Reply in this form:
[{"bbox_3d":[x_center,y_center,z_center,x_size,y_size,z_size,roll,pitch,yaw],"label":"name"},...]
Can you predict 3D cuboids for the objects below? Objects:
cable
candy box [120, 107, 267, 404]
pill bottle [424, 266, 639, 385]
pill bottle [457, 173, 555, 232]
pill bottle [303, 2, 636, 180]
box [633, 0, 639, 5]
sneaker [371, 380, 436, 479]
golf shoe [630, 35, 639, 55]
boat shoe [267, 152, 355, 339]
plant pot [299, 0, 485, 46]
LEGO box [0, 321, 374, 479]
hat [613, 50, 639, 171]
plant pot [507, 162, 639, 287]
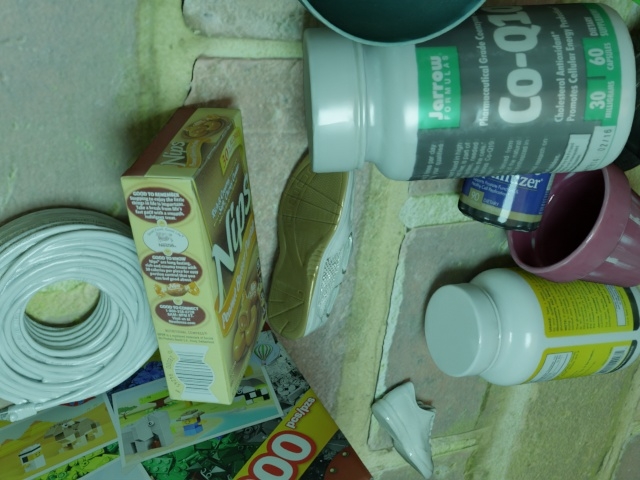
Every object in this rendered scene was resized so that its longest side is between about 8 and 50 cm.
[{"bbox_3d":[-0.312,0.085,0.994,0.257,0.089,0.257,-7,120,-25],"label":"cable"},{"bbox_3d":[-0.140,0.020,0.980,0.088,0.183,0.316,3,123,11],"label":"candy box"},{"bbox_3d":[0.344,0.134,1.308,0.334,0.188,0.187,-1,117,-28],"label":"pill bottle"},{"bbox_3d":[0.281,-0.132,1.154,0.123,0.123,0.219,4,107,-30],"label":"pill bottle"},{"bbox_3d":[0.164,-0.175,0.972,0.361,0.204,0.204,-4,121,-3],"label":"pill bottle"},{"bbox_3d":[0.571,-0.380,1.073,0.262,0.127,0.231,28,83,-12],"label":"box"},{"bbox_3d":[0.169,0.330,1.407,0.094,0.080,0.212,-40,128,-17],"label":"sneaker"},{"bbox_3d":[0.424,-0.241,1.224,0.176,0.069,0.086,-33,152,-8],"label":"golf shoe"},{"bbox_3d":[0.000,0.000,1.116,0.096,0.098,0.276,-9,121,-51],"label":"boat shoe"},{"bbox_3d":[0.047,-0.372,0.848,0.290,0.195,0.290,-13,123,-22],"label":"plant pot"},{"bbox_3d":[-0.224,0.339,1.009,0.501,0.372,0.193,-21,125,-17],"label":"LEGO box"},{"bbox_3d":[0.556,-0.193,1.217,0.332,0.134,0.331,-23,142,-19],"label":"hat"},{"bbox_3d":[0.420,-0.017,1.236,0.180,0.201,0.201,21,106,-25],"label":"plant pot"}]
